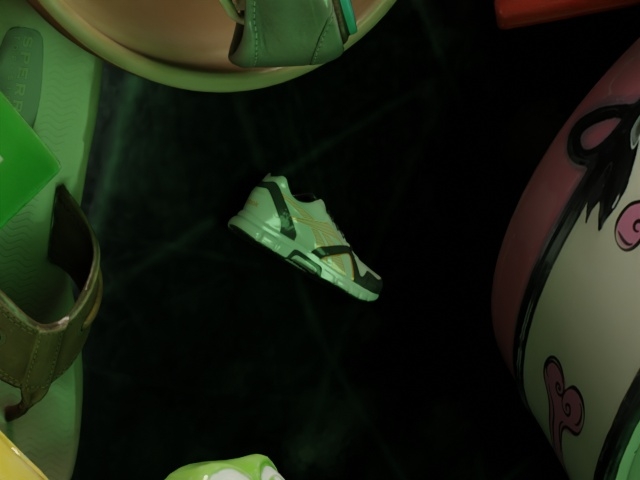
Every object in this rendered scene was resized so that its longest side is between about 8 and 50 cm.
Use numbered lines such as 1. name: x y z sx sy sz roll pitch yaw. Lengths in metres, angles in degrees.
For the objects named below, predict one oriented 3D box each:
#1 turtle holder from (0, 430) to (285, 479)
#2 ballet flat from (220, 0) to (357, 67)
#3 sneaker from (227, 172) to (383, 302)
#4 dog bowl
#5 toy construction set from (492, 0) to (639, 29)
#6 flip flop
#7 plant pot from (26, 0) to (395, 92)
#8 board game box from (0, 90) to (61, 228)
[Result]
1. turtle holder: -0.184 0.157 0.541 0.243 0.320 0.227 34 48 -64
2. ballet flat: -0.035 -0.171 0.559 0.068 0.072 0.213 -10 111 3
3. sneaker: 0.000 0.000 0.779 0.109 0.040 0.043 33 81 -36
4. dog bowl: 0.275 0.001 0.823 0.408 0.150 0.408 -26 142 -22
5. toy construction set: 0.184 -0.263 0.680 0.237 0.257 0.309 -9 131 7
6. flip flop: -0.146 0.007 0.655 0.112 0.080 0.277 4 99 -35
7. plant pot: -0.062 -0.193 0.639 0.237 0.110 0.237 -10 109 -29
8. board game box: -0.235 -0.110 0.418 0.064 0.316 0.242 -46 123 -17
